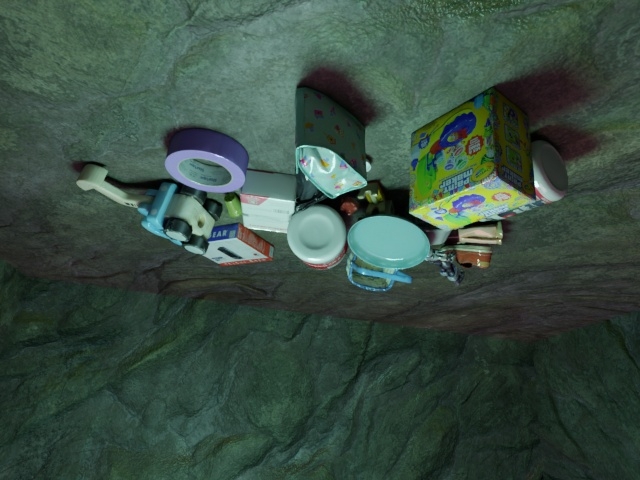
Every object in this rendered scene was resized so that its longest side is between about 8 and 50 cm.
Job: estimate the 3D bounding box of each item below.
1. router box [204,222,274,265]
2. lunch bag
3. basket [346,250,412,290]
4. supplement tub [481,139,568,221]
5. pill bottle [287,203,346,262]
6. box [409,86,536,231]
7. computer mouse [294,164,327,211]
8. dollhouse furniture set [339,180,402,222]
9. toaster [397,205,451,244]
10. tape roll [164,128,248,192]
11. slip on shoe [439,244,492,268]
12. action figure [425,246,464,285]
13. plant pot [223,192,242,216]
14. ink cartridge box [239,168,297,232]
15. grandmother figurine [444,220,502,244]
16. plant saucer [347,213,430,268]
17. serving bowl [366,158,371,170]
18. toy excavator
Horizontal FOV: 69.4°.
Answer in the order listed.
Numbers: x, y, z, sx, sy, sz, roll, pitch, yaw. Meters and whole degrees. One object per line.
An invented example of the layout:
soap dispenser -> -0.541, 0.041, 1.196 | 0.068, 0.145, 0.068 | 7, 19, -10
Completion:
router box -> -0.455, 0.028, 2.339 | 0.335, 0.082, 0.301 | -8, 154, 29
lunch bag -> 0.011, -0.281, 1.316 | 0.160, 0.224, 0.262 | -20, 147, 32
basket -> 0.253, 0.129, 2.092 | 0.254, 0.201, 0.289 | 14, -178, -15
supplement tub -> 0.604, -0.178, 1.453 | 0.191, 0.191, 0.272 | 21, 153, -31
pill bottle -> 0.000, 0.000, 1.924 | 0.228, 0.229, 0.408 | 4, 172, 6
box -> 0.418, -0.213, 1.306 | 0.176, 0.280, 0.289 | 21, 152, -32
computer mouse -> -0.015, -0.205, 1.610 | 0.188, 0.072, 0.272 | -35, 152, -15
dollhouse furniture set -> 0.203, -0.096, 1.858 | 0.201, 0.152, 0.374 | -6, 137, 27
toaster -> 0.413, -0.059, 1.826 | 0.226, 0.129, 0.147 | -4, 147, 0
tape roll -> -0.393, -0.272, 1.613 | 0.274, 0.090, 0.275 | 5, 158, 2
slip on shoe -> 0.642, 0.073, 2.075 | 0.122, 0.102, 0.331 | 4, 179, -19
action figure -> 0.516, 0.086, 2.002 | 0.185, 0.099, 0.285 | 17, 164, 49
plant pot -> -0.360, -0.153, 1.911 | 0.083, 0.083, 0.079 | -1, 144, 16
ink cartridge box -> -0.201, -0.148, 1.817 | 0.207, 0.117, 0.283 | 7, 157, -3
grandmother figurine -> 0.580, -0.024, 1.948 | 0.341, 0.104, 0.208 | -4, 146, 17
plant saucer -> 0.264, 0.000, 1.794 | 0.317, 0.044, 0.318 | 10, 142, 8
serving bowl -> 0.131, -0.263, 1.580 | 0.083, 0.027, 0.083 | 4, 157, 2
toy excavator -> -0.693, -0.137, 1.887 | 0.444, 0.223, 0.433 | 8, 157, 19
